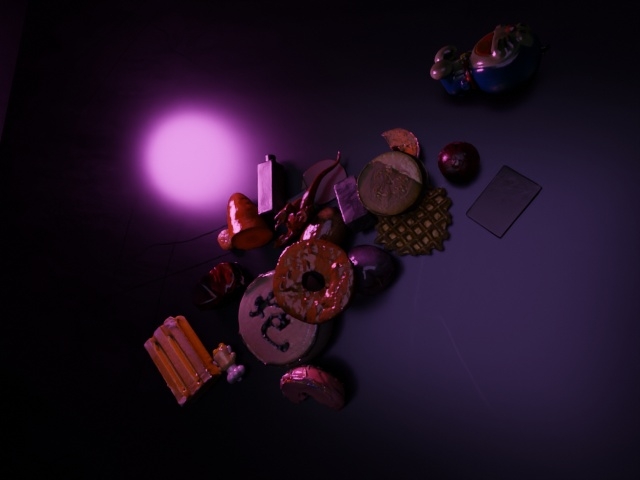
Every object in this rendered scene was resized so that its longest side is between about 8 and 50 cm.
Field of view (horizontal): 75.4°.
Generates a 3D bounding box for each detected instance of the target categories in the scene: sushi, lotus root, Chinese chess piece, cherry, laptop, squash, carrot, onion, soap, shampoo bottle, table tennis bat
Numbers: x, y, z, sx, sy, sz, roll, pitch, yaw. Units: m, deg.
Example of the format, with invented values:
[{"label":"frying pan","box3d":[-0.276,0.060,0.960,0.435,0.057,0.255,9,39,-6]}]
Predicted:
[{"label":"sushi","box3d":[-0.391,0.181,1.612,0.225,0.126,0.136,-38,70,10]},{"label":"lotus root","box3d":[0.000,0.000,1.454,0.145,0.128,0.260,44,105,33]},{"label":"Chinese chess piece","box3d":[-0.125,0.273,1.470,0.349,0.146,0.349,-3,83,23]},{"label":"cherry","box3d":[0.158,0.098,1.370,0.176,0.140,0.176,-20,55,31]},{"label":"laptop","box3d":[0.564,-0.120,1.282,0.135,0.016,0.197,41,100,23]},{"label":"squash","box3d":[0.222,-0.184,1.302,0.220,0.133,0.220,0,90,26]},{"label":"carrot","box3d":[-0.290,-0.087,1.596,0.159,0.159,0.225,-34,58,17]},{"label":"onion","box3d":[0.433,-0.246,1.296,0.131,0.131,0.131,-3,84,23]},{"label":"soap","box3d":[-0.555,0.477,1.668,0.199,0.091,0.315,-47,68,12]},{"label":"shampoo bottle","box3d":[-0.187,-0.207,1.567,0.079,0.080,0.246,-12,72,28]},{"label":"table tennis bat","box3d":[-0.026,-0.194,1.542,0.274,0.021,0.154,-29,78,18]}]

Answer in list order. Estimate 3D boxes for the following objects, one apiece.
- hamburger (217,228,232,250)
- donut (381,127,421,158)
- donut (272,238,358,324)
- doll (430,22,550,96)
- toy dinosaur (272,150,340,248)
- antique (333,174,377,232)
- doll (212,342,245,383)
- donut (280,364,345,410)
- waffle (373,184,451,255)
[{"label":"hamburger","box3d":[-0.374,-0.003,1.662,0.083,0.044,0.076,43,103,19]},{"label":"donut","box3d":[0.265,-0.281,1.397,0.146,0.078,0.181,15,85,23]},{"label":"donut","box3d":[-0.006,0.132,1.304,0.278,0.108,0.277,-5,77,24]},{"label":"doll","box3d":[0.515,-0.536,1.257,0.322,0.186,0.198,0,53,40]},{"label":"toy dinosaur","box3d":[-0.056,-0.117,1.442,0.097,0.208,0.432,39,108,3]},{"label":"antique","box3d":[0.116,-0.130,1.416,0.086,0.088,0.183,-27,58,19]},{"label":"doll","box3d":[-0.353,0.475,1.594,0.106,0.062,0.162,-48,69,17]},{"label":"donut","box3d":[-0.028,0.491,1.399,0.233,0.199,0.085,3,46,22]},{"label":"waffle","box3d":[0.298,-0.070,1.370,0.261,0.056,0.250,9,90,22]}]
